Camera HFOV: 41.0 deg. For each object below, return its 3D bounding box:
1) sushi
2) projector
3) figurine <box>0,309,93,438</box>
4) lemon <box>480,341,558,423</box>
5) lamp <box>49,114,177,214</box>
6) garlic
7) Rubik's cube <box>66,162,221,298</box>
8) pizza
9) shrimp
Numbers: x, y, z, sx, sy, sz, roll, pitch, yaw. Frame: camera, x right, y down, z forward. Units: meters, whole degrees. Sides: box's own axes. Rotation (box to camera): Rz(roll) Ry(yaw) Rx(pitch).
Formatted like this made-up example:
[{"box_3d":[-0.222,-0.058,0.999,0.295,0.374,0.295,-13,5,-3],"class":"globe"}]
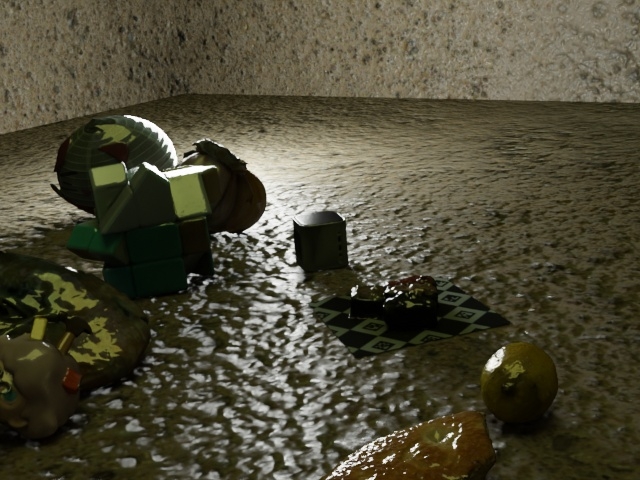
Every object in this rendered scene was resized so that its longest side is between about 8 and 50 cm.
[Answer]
[{"box_3d":[0.118,0.083,1.235,0.231,0.047,0.219,-10,18,-16],"class":"sushi"},{"box_3d":[0.000,0.000,1.473,0.083,0.082,0.083,-8,18,-15],"class":"projector"},{"box_3d":[-0.358,0.177,0.978,0.229,0.112,0.137,-26,57,-35],"class":"figurine"},{"box_3d":[0.217,0.153,0.933,0.082,0.082,0.110,3,19,24],"class":"lemon"},{"box_3d":[-0.452,-0.166,1.879,0.265,0.233,0.233,-8,16,12],"class":"lamp"},{"box_3d":[-0.208,-0.094,1.653,0.207,0.207,0.257,-5,25,-1],"class":"garlic"},{"box_3d":[-0.295,-0.034,1.445,0.265,0.213,0.224,-10,19,-8],"class":"Rubik's cube"},{"box_3d":[0.076,0.223,0.787,0.134,0.056,0.271,7,19,39],"class":"pizza"},{"box_3d":[-0.437,0.096,1.178,0.445,0.110,0.221,19,38,22],"class":"shrimp"}]
